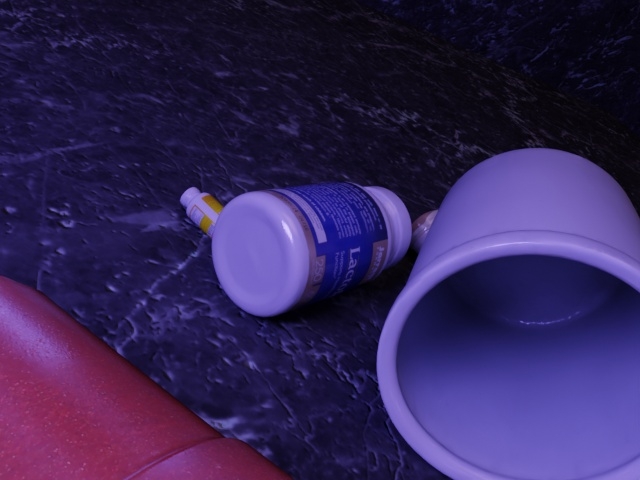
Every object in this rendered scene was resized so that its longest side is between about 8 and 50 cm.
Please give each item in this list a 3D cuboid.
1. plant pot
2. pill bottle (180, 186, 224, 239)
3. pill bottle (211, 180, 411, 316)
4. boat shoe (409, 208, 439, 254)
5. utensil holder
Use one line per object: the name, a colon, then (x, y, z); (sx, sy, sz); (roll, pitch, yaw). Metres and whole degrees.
plant pot: (-0.176, 0.175, 0.403); (0.265, 0.273, 0.272); (35, 30, 24)
pill bottle: (-0.153, -0.036, 0.911); (0.083, 0.043, 0.043); (42, 32, 17)
pill bottle: (0.000, 0.000, 0.886); (0.153, 0.153, 0.264); (46, 34, 24)
boat shoe: (0.277, -0.010, 1.196); (0.302, 0.109, 0.098); (-12, 56, -42)
utensil holder: (0.271, 0.078, 0.856); (0.327, 0.328, 0.385); (33, 28, 2)
